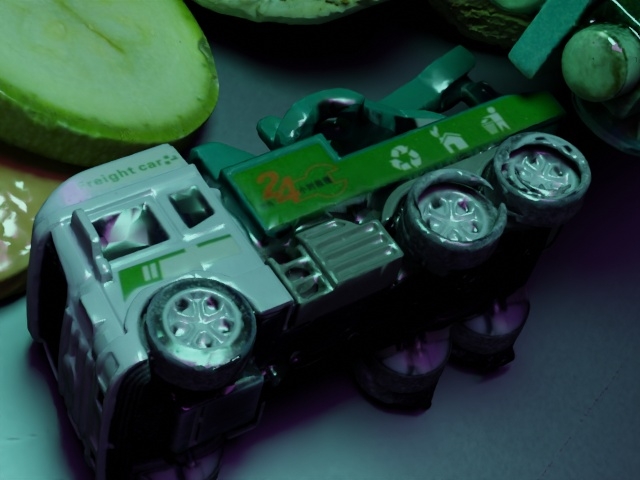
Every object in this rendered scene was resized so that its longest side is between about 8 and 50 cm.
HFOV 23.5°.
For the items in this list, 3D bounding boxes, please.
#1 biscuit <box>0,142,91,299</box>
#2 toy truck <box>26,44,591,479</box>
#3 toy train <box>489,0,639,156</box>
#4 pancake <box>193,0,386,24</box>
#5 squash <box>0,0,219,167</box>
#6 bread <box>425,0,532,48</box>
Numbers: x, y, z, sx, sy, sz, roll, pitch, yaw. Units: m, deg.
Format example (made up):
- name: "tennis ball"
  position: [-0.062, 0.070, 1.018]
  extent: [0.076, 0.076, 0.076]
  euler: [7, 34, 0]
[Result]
- name: "biscuit"
  position: [-0.293, -0.104, 0.954]
  extent: [0.275, 0.052, 0.355]
  euler: [-37, 74, -30]
- name: "toy truck"
  position: [0.002, 0.006, 0.910]
  extent: [0.363, 0.176, 0.178]
  euler: [-25, 61, -28]
- name: "toy train"
  position: [0.215, -0.172, 0.988]
  extent: [0.194, 0.120, 0.298]
  euler: [48, 39, 15]
- name: "pancake"
  position: [-0.001, -0.244, 1.079]
  extent: [0.253, 0.037, 0.254]
  euler: [-5, 54, 7]
- name: "squash"
  position: [-0.163, -0.138, 0.973]
  extent: [0.219, 0.041, 0.219]
  euler: [22, 42, -21]
- name: "bread"
  position: [0.110, -0.203, 1.115]
  extent: [0.119, 0.067, 0.192]
  euler: [-21, 69, -26]
